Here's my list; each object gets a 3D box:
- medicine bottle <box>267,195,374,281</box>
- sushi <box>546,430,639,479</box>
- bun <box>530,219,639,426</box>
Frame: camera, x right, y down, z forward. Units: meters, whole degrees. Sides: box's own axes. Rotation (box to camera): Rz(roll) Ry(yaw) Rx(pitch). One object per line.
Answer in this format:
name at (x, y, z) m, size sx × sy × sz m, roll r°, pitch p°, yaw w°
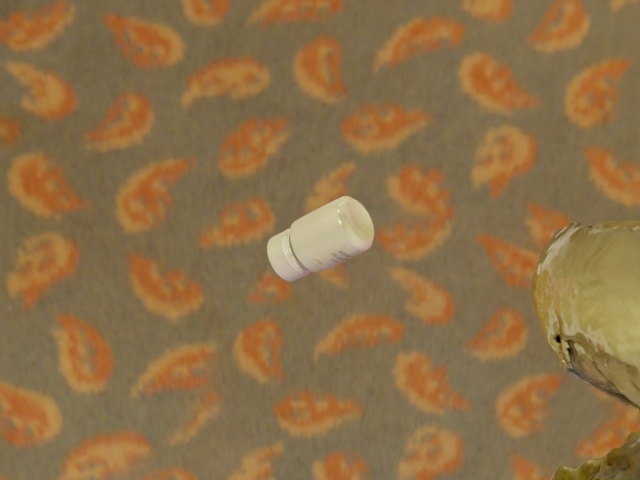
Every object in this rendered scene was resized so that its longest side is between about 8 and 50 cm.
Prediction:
medicine bottle at (0.000, 0.000, 1.429) m, size 0.089 × 0.052 × 0.052 m, roll -27°, pitch 60°, yaw 31°
sushi at (0.321, 0.380, 1.519) m, size 0.396 × 0.240 × 0.351 m, roll -49°, pitch 34°, yaw 18°
bun at (0.285, 0.077, 1.130) m, size 0.287 × 0.287 × 0.146 m, roll 11°, pitch 85°, yaw 4°
